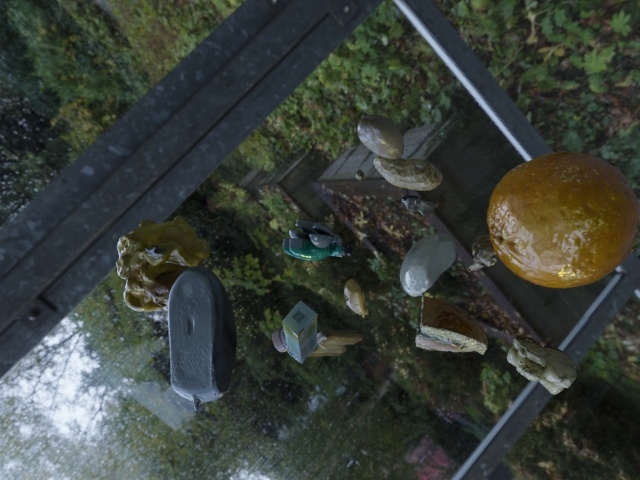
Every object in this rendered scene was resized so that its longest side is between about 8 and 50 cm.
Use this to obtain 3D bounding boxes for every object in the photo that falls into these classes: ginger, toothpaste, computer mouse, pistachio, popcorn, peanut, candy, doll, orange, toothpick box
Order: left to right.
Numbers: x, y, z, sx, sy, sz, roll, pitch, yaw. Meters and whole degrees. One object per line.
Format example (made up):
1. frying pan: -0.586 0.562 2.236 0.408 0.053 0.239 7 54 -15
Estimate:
1. popcorn: -0.517 0.069 1.370 0.281 0.298 0.315 97 157 -72
2. computer mouse: -0.311 0.256 1.111 0.189 0.369 0.122 -10 165 29
3. toothpick box: -0.103 0.372 1.626 0.098 0.149 0.098 45 -150 -35
4. toothpaste: -0.054 0.280 1.214 0.071 0.089 0.312 34 155 18
5. doll: -0.016 0.001 1.518 0.195 0.152 0.258 -1 173 33
6. pistachio: 0.240 -0.403 1.601 0.226 0.135 0.136 32 179 -29
7. peanut: 0.401 -0.322 1.917 0.326 0.140 0.153 22 144 10
8. candy: 0.567 0.117 2.287 0.186 0.386 0.427 38 -178 -2
9. ginger: 0.586 0.017 1.391 0.059 0.132 0.214 29 137 -15
10. orange: 0.566 -0.047 1.011 0.340 0.294 0.339 168 90 -89

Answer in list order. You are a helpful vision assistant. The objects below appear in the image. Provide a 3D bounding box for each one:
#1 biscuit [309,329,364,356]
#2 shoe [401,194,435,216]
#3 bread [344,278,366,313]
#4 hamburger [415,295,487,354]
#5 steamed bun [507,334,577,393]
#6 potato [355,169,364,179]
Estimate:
1. biscuit: 0.059 0.533 2.144 0.291 0.237 0.062 11 -134 -35
2. shoe: 0.414 -0.160 1.783 0.169 0.071 0.099 12 -161 -33
3. bread: 0.104 0.177 1.283 0.082 0.056 0.115 -118 13 -52
4. hamburger: 0.388 0.247 1.214 0.208 0.155 0.135 9 145 18
5. steamed bun: 0.688 0.396 1.285 0.178 0.106 0.192 18 -163 3
6. potato: 0.187 -0.312 1.966 0.045 0.046 0.092 31 -174 3
